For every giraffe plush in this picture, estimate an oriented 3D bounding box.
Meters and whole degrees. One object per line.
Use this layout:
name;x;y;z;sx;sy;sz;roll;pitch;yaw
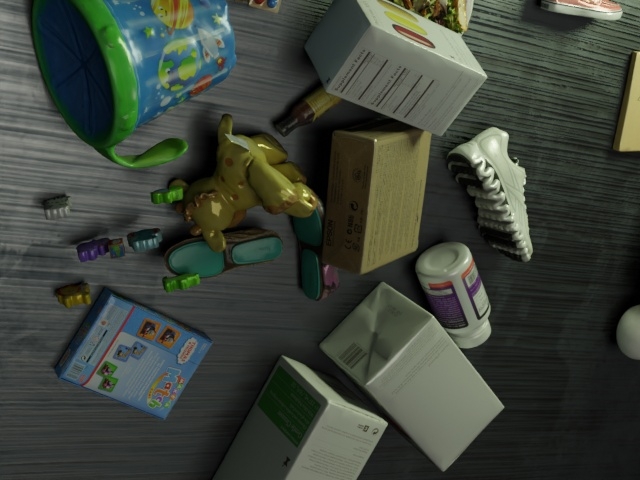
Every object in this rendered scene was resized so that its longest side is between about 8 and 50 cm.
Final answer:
giraffe plush;-0.136;-0.074;1.635;0.170;0.181;0.210;-44;138;18

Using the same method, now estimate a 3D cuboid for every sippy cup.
sippy cup;-0.249;-0.272;1.452;0.224;0.240;0.305;-26;160;-31

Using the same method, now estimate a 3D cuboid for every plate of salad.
plate of salad;0.182;-0.398;1.743;0.200;0.048;0.199;-12;115;-26

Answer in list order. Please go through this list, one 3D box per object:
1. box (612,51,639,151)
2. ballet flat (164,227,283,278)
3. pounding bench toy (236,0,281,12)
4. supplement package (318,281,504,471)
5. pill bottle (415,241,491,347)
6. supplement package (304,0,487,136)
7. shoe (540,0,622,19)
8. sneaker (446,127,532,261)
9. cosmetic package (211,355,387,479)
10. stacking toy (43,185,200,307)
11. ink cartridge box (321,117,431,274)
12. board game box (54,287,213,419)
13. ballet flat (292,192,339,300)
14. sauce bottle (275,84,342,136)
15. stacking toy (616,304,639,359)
box;0.675;-0.279;2.093;0.164;0.021;0.201;-4;112;-29
ballet flat;-0.164;0.019;1.698;0.206;0.067;0.073;-5;106;-25
pounding bench toy;-0.087;-0.396;1.577;0.052;0.065;0.083;8;105;-32
supplement package;0.171;0.254;1.919;0.175;0.177;0.293;-45;124;-8
pill bottle;0.257;0.107;1.952;0.108;0.108;0.193;-34;122;-14
supplement package;0.120;-0.289;1.673;0.244;0.139;0.134;16;125;-34
shoe;0.486;-0.452;1.887;0.178;0.063;0.081;1;114;-26
sneaker;0.345;-0.081;1.937;0.118;0.110;0.292;-43;125;-20
cosmetic package;-0.062;0.420;1.842;0.155;0.197;0.365;28;93;-35
stacking toy;-0.307;0.006;1.590;0.221;0.052;0.167;-9;115;-7
ink cartridge box;0.096;-0.080;1.755;0.193;0.088;0.234;-21;121;-54
board game box;-0.304;0.190;1.703;0.211;0.039;0.160;31;92;-34
ballet flat;0.000;0.000;1.791;0.079;0.077;0.221;-32;129;-38
sauce bottle;-0.017;-0.217;1.706;0.128;0.042;0.042;-37;123;-10
stacking toy;0.814;0.076;2.185;0.351;0.350;0.480;24;112;-35
